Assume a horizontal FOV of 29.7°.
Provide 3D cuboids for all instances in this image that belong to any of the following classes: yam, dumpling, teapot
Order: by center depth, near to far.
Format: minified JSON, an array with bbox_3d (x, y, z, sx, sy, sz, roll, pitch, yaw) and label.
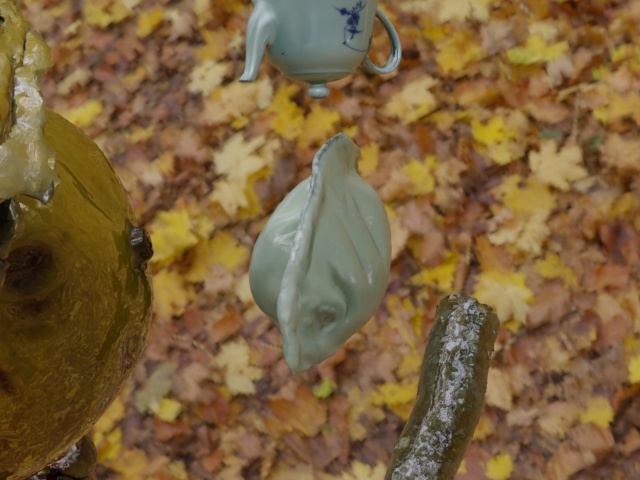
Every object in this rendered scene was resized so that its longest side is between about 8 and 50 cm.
[{"bbox_3d":[0.084,0.162,0.927,0.061,0.061,0.252,5,60,31],"label":"yam"},{"bbox_3d":[-0.010,0.007,1.003,0.108,0.152,0.219,-15,37,30],"label":"dumpling"},{"bbox_3d":[-0.001,-0.249,1.503,0.232,0.159,0.159,-6,38,-29],"label":"teapot"}]

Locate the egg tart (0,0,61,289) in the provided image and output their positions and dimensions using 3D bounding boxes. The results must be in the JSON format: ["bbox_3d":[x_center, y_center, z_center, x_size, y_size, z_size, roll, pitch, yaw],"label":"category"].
[{"bbox_3d":[-0.238,-0.020,0.511,0.297,0.132,0.297,-2,43,2],"label":"egg tart"}]

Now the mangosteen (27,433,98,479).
[{"bbox_3d":[-0.405,0.355,1.561,0.293,0.297,0.297,-28,46,10],"label":"mangosteen"}]

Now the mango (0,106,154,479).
[{"bbox_3d":[-0.310,0.070,0.855,0.445,0.301,0.220,-34,30,28],"label":"mango"}]
